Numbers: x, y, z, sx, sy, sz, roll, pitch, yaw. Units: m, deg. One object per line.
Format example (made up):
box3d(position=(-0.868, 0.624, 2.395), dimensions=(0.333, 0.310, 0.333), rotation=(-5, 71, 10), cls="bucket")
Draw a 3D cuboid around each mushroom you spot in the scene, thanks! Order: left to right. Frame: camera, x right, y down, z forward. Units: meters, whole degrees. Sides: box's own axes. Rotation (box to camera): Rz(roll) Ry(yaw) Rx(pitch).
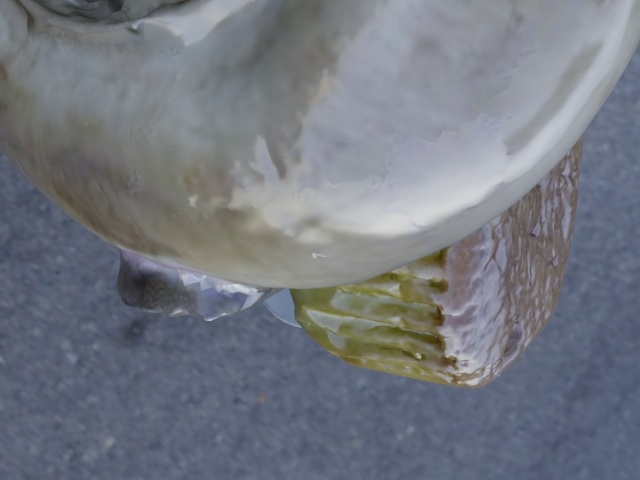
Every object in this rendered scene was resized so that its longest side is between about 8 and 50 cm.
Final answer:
box3d(position=(-0.016, -0.101, 0.477), dimensions=(0.184, 0.255, 0.255), rotation=(17, 98, -63), cls="mushroom")

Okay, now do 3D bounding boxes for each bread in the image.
box3d(position=(0.073, -0.035, 1.006), dimensions=(0.253, 0.142, 0.227), rotation=(-26, 123, -70), cls="bread")

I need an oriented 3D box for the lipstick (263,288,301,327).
box3d(position=(0.000, 0.000, 1.170), dimensions=(0.254, 0.070, 0.070), rotation=(-71, 178, -79), cls="lipstick")
